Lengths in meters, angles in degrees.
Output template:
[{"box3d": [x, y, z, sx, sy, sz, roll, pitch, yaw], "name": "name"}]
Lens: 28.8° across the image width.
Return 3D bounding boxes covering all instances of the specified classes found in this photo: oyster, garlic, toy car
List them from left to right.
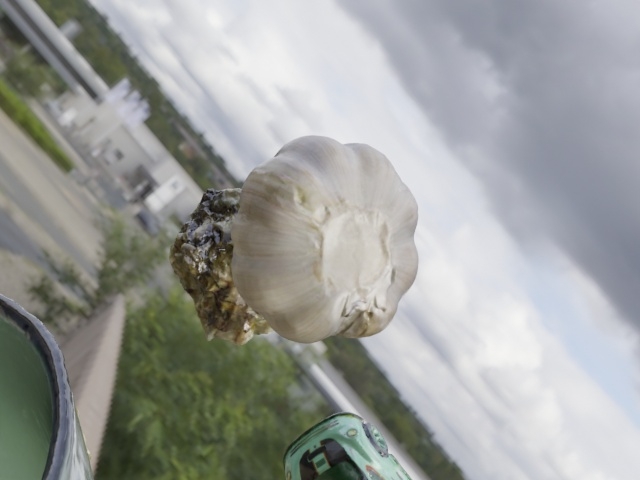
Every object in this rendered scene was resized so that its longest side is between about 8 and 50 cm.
[{"box3d": [-0.104, 0.028, 1.710, 0.083, 0.214, 0.223, -16, 90, -74], "name": "oyster"}, {"box3d": [0.002, -0.003, 1.320, 0.152, 0.228, 0.228, 7, -38, 53], "name": "garlic"}, {"box3d": [0.076, 0.380, 1.679, 0.306, 0.136, 0.125, 53, 13, -7], "name": "toy car"}]

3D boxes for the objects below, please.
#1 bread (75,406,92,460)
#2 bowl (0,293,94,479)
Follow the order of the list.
[{"box3d": [-0.340, 0.179, 1.098, 0.185, 0.114, 0.274, -1, 11, -43], "name": "bread"}, {"box3d": [-0.258, 0.197, 0.620, 0.354, 0.354, 0.185, 44, -24, 52], "name": "bowl"}]
